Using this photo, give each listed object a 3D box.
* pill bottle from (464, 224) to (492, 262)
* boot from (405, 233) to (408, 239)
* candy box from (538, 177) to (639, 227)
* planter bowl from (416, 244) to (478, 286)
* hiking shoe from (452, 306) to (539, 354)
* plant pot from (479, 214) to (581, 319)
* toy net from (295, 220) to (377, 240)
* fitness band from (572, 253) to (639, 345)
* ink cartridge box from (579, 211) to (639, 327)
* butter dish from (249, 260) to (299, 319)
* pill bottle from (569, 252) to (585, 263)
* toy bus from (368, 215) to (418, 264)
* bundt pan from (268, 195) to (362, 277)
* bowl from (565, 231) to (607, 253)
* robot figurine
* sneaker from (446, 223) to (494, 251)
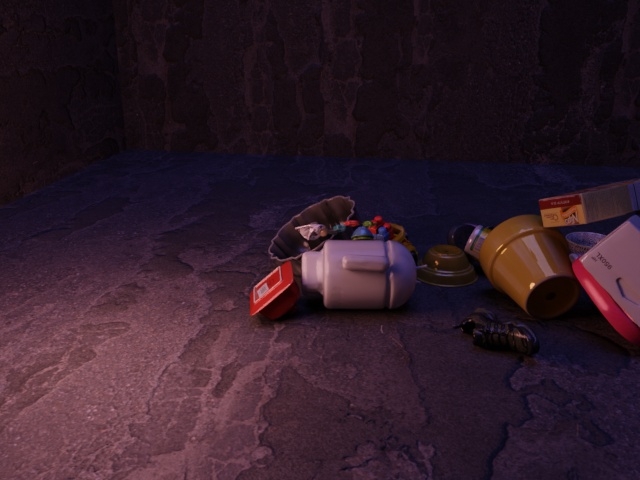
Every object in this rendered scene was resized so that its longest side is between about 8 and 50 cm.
[{"bbox_3d":[0.590,0.043,2.039,0.208,0.117,0.118,28,29,20],"label":"pill bottle"},{"bbox_3d":[0.284,0.029,2.206,0.086,0.069,0.190,21,35,29],"label":"boot"},{"bbox_3d":[0.796,-0.110,1.717,0.317,0.087,0.183,-13,2,-16],"label":"candy box"},{"bbox_3d":[0.412,0.070,2.041,0.217,0.090,0.217,1,20,0],"label":"planter bowl"},{"bbox_3d":[0.446,0.248,1.578,0.114,0.086,0.227,-25,24,-25],"label":"hiking shoe"},{"bbox_3d":[0.620,0.092,1.796,0.254,0.253,0.239,-2,36,-8],"label":"plant pot"},{"bbox_3d":[0.044,-0.023,1.800,0.232,0.045,0.122,-1,-12,-5],"label":"toy net"},{"bbox_3d":[0.784,0.156,1.650,0.209,0.054,0.290,18,37,-40],"label":"fitness band"},{"bbox_3d":[0.891,0.077,1.663,0.285,0.166,0.395,50,31,16],"label":"ink cartridge box"},{"bbox_3d":[-0.112,0.161,1.745,0.160,0.118,0.160,-39,21,8],"label":"butter dish"},{"bbox_3d":[0.892,0.085,2.015,0.160,0.087,0.087,1,19,0],"label":"pill bottle"},{"bbox_3d":[0.212,0.015,1.994,0.150,0.211,0.220,12,31,34],"label":"toy bus"},{"bbox_3d":[0.000,0.000,2.029,0.331,0.124,0.330,-28,24,14],"label":"bundt pan"},{"bbox_3d":[0.944,0.033,2.175,0.170,0.080,0.170,1,19,0],"label":"bowl"},{"bbox_3d":[0.122,0.098,1.787,0.354,0.199,0.300,0,-14,0],"label":"robot figurine"},{"bbox_3d":[0.505,-0.007,2.213,0.131,0.112,0.319,6,2,38],"label":"sneaker"}]
